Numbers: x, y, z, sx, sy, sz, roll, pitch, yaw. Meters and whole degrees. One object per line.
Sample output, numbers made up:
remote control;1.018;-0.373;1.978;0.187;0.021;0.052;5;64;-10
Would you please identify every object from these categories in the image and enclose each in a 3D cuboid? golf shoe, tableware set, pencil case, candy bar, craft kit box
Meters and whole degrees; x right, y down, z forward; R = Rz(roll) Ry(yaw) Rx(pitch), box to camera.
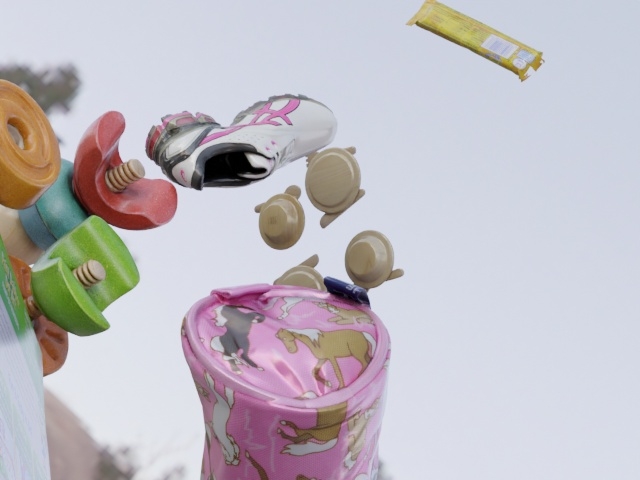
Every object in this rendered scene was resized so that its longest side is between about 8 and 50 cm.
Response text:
golf shoe;-0.057;-0.077;1.567;0.086;0.186;0.067;45;-43;40
tableware set;0.000;0.000;1.694;0.141;0.020;0.168;-28;-110;30
pencil case;-0.034;0.213;1.407;0.160;0.167;0.386;12;-54;12
candy bar;0.154;-0.202;1.784;0.161;0.040;0.018;32;-20;34
craft kit box;-0.206;0.130;1.101;0.061;0.246;0.250;-4;-29;-2

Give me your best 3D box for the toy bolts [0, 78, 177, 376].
toy bolts;-0.240;-0.017;1.392;0.158;0.228;0.218;-27;-76;24
